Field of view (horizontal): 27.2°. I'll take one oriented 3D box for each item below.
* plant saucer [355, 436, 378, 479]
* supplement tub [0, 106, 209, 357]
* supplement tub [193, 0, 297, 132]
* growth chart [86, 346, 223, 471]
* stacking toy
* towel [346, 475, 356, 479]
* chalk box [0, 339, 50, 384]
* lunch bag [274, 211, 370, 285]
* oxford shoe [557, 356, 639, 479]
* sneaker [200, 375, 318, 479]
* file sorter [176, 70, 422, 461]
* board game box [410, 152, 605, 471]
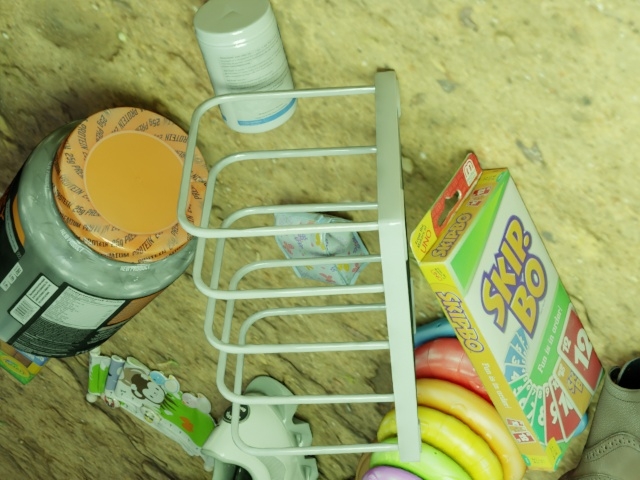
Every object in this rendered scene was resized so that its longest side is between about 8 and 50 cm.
[{"bbox_3d":[0.126,0.296,1.461,0.200,0.037,0.200,15,127,21],"label":"plant saucer"},{"bbox_3d":[-0.241,-0.006,1.374,0.193,0.193,0.316,44,146,-6],"label":"supplement tub"},{"bbox_3d":[-0.064,-0.153,1.141,0.071,0.071,0.107,17,140,31],"label":"supplement tub"},{"bbox_3d":[-0.221,0.220,1.772,0.237,0.021,0.172,28,144,16],"label":"growth chart"},{"bbox_3d":[0.097,0.221,1.204,0.166,0.302,0.175,49,145,-13],"label":"stacking toy"},{"bbox_3d":[0.164,0.420,1.612,0.370,0.040,0.271,46,145,-5],"label":"towel"},{"bbox_3d":[-0.357,0.075,1.616,0.132,0.132,0.213,40,141,-6],"label":"chalk box"},{"bbox_3d":[0.000,0.000,1.272,0.071,0.053,0.083,10,146,40],"label":"lunch bag"},{"bbox_3d":[0.293,0.171,1.155,0.133,0.130,0.364,68,156,15],"label":"oxford shoe"},{"bbox_3d":[-0.065,0.335,1.600,0.122,0.146,0.331,9,128,44],"label":"sneaker"},{"bbox_3d":[-0.008,0.030,1.122,0.173,0.193,0.278,-3,132,5],"label":"file sorter"},{"bbox_3d":[0.162,0.060,1.116,0.039,0.124,0.259,-7,125,42],"label":"board game box"}]
